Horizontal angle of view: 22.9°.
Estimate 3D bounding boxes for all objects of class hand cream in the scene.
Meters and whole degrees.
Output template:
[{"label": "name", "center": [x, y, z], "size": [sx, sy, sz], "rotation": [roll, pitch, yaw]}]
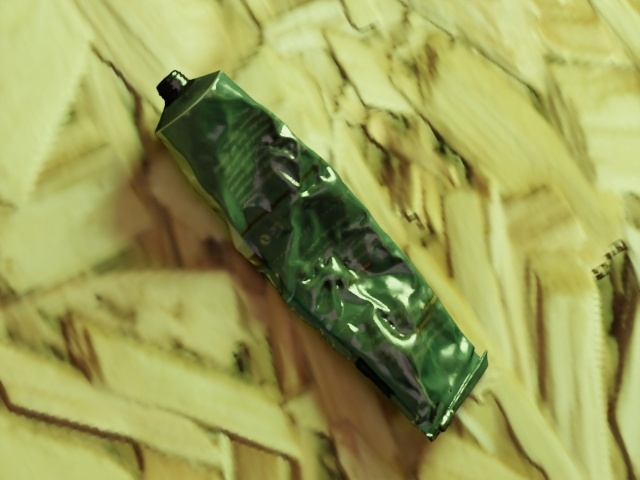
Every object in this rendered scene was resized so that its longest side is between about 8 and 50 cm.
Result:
[{"label": "hand cream", "center": [0.000, 0.000, 0.872], "size": [0.248, 0.052, 0.075], "rotation": [46, 65, -5]}]
